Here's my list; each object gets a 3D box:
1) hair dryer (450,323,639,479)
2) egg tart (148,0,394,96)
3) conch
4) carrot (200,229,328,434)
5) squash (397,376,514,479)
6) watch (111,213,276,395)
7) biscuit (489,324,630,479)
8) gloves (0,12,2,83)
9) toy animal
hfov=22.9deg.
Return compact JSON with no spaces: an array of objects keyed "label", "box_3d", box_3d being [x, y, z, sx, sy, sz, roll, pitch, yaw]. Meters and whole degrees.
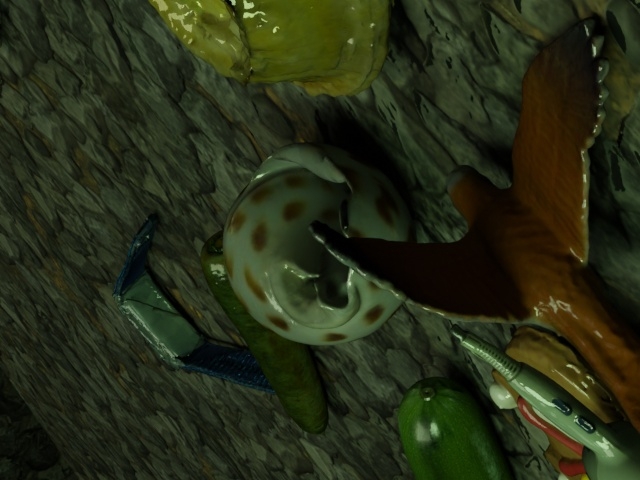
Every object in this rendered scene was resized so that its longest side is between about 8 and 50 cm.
[{"label":"hair dryer","box_3d":[0.191,0.130,1.062,0.199,0.067,0.167,40,174,-29]},{"label":"egg tart","box_3d":[-0.071,-0.214,1.195,0.290,0.115,0.290,43,160,19]},{"label":"conch","box_3d":[0.000,0.000,1.400,0.149,0.182,0.275,15,-164,-35]},{"label":"carrot","box_3d":[-0.052,0.121,1.839,0.074,0.074,0.358,30,154,41]},{"label":"squash","box_3d":[0.159,0.271,1.646,0.101,0.101,0.378,27,153,44]},{"label":"watch","box_3d":[-0.156,0.112,2.065,0.276,0.068,0.274,47,155,4]},{"label":"biscuit","box_3d":[0.224,0.175,1.317,0.216,0.047,0.339,34,167,32]},{"label":"gloves","box_3d":[-0.434,-0.253,1.909,0.110,0.094,0.144,30,148,14]},{"label":"toy animal","box_3d":[0.184,0.034,1.089,0.284,0.225,0.302,50,-175,12]}]
